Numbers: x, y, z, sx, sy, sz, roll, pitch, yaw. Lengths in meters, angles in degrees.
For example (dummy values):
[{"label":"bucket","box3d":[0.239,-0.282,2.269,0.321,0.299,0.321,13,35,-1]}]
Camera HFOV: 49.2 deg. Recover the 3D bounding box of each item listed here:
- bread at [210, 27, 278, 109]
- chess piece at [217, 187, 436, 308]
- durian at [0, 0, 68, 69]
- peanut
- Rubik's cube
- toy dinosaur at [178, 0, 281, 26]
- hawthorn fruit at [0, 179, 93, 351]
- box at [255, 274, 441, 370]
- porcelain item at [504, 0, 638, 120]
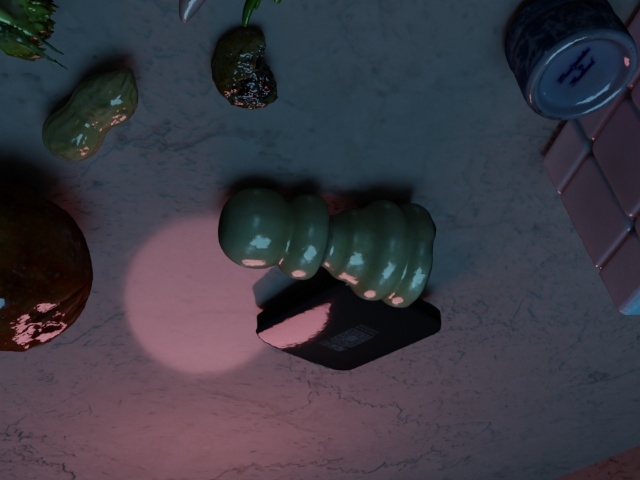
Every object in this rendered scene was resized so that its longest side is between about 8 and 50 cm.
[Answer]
[{"label":"bread","box3d":[-0.100,-0.216,0.912,0.082,0.060,0.113,-15,143,3]},{"label":"chess piece","box3d":[0.000,0.000,1.132,0.330,0.182,0.182,10,138,-16]},{"label":"durian","box3d":[-0.396,-0.302,0.649,0.158,0.169,0.352,-23,141,15]},{"label":"peanut","box3d":[-0.300,-0.163,0.916,0.187,0.082,0.082,-34,136,29]},{"label":"Rubik's cube","box3d":[0.566,-0.106,0.988,0.322,0.318,0.316,3,139,-17]},{"label":"toy dinosaur","box3d":[-0.116,-0.316,0.723,0.177,0.152,0.194,8,133,-9]},{"label":"hawthorn fruit","box3d":[-0.458,0.041,1.007,0.258,0.258,0.261,-20,124,12]},{"label":"box","box3d":[0.057,0.163,1.391,0.289,0.073,0.290,-31,137,35]},{"label":"porcelain item","box3d":[0.325,-0.247,0.920,0.147,0.114,0.147,-8,143,-6]}]
